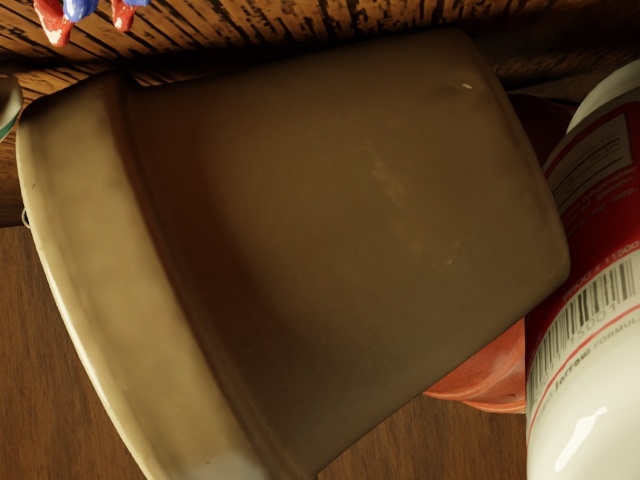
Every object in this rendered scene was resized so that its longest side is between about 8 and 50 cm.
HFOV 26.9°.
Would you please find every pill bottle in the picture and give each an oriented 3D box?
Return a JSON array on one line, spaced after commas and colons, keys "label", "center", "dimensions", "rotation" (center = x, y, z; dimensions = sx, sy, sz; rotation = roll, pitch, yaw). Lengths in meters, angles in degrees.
[{"label": "pill bottle", "center": [0.237, 0.040, 0.799], "dimensions": [0.229, 0.229, 0.407], "rotation": [-7, -151, 12]}]

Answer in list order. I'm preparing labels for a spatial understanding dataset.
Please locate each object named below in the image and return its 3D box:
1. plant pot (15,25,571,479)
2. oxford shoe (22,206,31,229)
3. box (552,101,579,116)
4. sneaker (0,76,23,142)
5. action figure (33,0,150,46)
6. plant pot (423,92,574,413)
[{"label": "plant pot", "center": [0.000, 0.000, 0.713], "dimensions": [0.229, 0.263, 0.263], "rotation": [-24, 180, 2]}, {"label": "oxford shoe", "center": [-0.187, -0.027, 1.597], "dimensions": [0.364, 0.130, 0.133], "rotation": [-7, 174, 24]}, {"label": "box", "center": [0.222, -0.060, 1.412], "dimensions": [0.142, 0.154, 0.300], "rotation": [-6, -178, 24]}, {"label": "sneaker", "center": [-0.211, -0.059, 0.612], "dimensions": [0.161, 0.057, 0.075], "rotation": [-5, 162, -46]}, {"label": "action figure", "center": [-0.054, -0.083, 0.362], "dimensions": [0.038, 0.030, 0.115], "rotation": [-13, 178, -23]}, {"label": "plant pot", "center": [0.049, 0.004, 1.056], "dimensions": [0.265, 0.272, 0.272], "rotation": [4, 174, -37]}]
